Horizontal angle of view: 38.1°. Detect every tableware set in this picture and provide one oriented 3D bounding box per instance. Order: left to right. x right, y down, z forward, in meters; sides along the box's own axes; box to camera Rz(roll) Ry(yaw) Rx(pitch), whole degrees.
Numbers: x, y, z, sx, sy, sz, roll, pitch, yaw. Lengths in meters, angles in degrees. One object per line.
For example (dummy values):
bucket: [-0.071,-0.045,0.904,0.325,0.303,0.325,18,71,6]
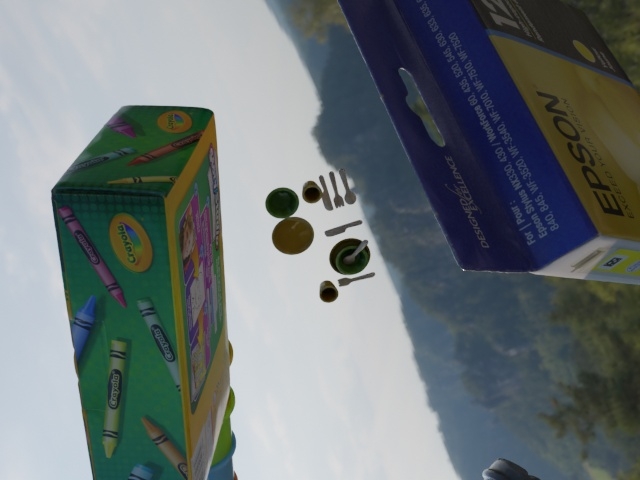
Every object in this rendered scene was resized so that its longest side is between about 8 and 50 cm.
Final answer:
tableware set: [0.000,0.000,1.032,0.024,0.104,0.154,-108,1,-61]

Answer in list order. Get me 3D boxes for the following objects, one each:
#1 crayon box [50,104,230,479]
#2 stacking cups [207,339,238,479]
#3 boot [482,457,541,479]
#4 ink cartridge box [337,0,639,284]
crayon box: [-0.127,0.053,0.722,0.165,0.081,0.279,-80,-10,-63]
stacking cups: [-0.127,0.238,1.004,0.096,0.096,0.316,-105,10,-53]
boot: [0.146,0.482,0.866,0.367,0.445,0.146,46,172,22]
ink cartridge box: [0.175,-0.105,0.749,0.307,0.072,0.304,8,-130,-43]
